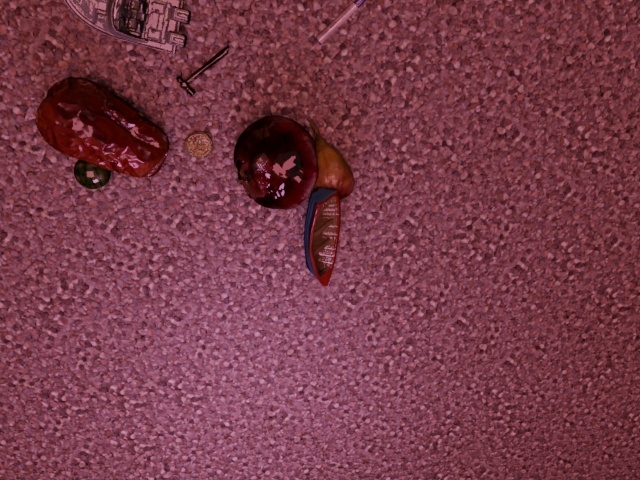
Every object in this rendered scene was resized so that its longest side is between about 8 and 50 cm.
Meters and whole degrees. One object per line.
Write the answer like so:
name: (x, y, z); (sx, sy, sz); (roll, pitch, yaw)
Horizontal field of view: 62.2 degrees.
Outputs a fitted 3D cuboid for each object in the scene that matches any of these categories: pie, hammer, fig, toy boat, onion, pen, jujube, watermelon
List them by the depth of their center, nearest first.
toy boat: (-0.505, -0.592, 1.382); (0.319, 0.092, 0.141); (12, 108, -10)
jujube: (-0.581, -0.294, 1.444); (0.342, 0.216, 0.216); (27, 107, -31)
pen: (0.067, -0.625, 1.476); (0.204, 0.025, 0.025); (-42, 111, 9)
hammer: (-0.321, -0.483, 1.491); (0.178, 0.021, 0.065); (-37, 112, 6)
onion: (-0.143, -0.213, 1.500); (0.272, 0.195, 0.272); (5, 102, 28)
watermelon: (-0.653, -0.192, 1.524); (0.109, 0.109, 0.109); (-2, 112, -6)
pie: (-0.359, -0.281, 1.566); (0.084, 0.021, 0.084); (-4, 113, -10)
fig: (0.006, -0.240, 1.580); (0.159, 0.159, 0.257); (-18, 91, 0)
toy boat: (0.000, 0.000, 1.620); (0.136, 0.079, 0.392); (-38, 150, -30)
